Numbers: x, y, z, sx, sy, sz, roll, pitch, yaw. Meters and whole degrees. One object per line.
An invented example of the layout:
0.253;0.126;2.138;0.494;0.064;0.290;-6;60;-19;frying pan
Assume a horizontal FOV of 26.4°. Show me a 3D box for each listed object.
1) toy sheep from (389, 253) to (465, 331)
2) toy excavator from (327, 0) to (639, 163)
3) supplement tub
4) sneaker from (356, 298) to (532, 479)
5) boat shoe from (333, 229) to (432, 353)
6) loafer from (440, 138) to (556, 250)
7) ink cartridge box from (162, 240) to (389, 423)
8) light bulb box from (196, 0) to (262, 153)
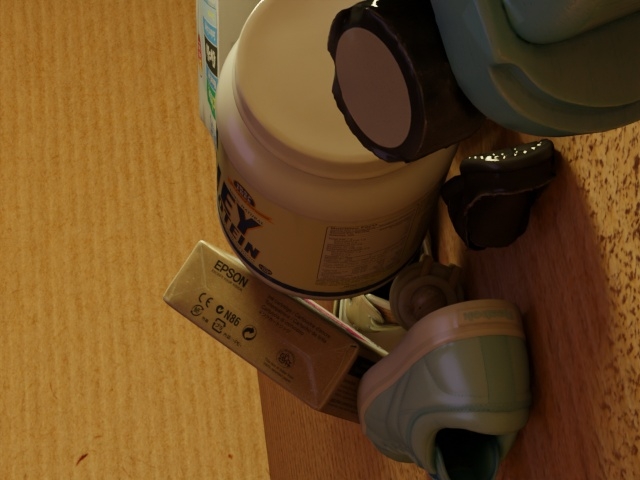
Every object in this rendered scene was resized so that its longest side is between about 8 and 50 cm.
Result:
0.116;0.061;1.481;0.132;0.091;0.091;-7;-87;-85;toy sheep
0.157;-0.273;0.717;0.445;0.222;0.433;-1;110;61;toy excavator
0.013;-0.096;1.354;0.325;0.235;0.235;99;165;-67;supplement tub
0.116;0.190;1.364;0.366;0.135;0.150;104;163;-65;sneaker
0.077;0.067;1.624;0.103;0.113;0.302;-119;23;-68;boat shoe
0.164;-0.035;1.205;0.220;0.080;0.078;115;142;-82;loafer
-0.034;0.108;1.541;0.088;0.235;0.193;-58;-24;1;ink cartridge box
-0.057;-0.319;1.955;0.358;0.225;0.361;-122;31;-73;light bulb box
